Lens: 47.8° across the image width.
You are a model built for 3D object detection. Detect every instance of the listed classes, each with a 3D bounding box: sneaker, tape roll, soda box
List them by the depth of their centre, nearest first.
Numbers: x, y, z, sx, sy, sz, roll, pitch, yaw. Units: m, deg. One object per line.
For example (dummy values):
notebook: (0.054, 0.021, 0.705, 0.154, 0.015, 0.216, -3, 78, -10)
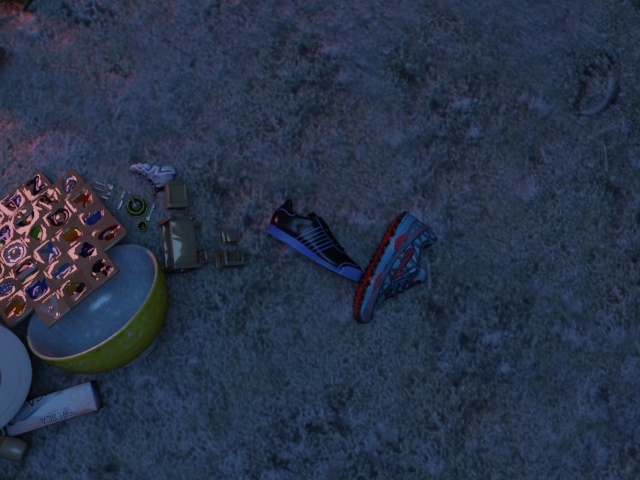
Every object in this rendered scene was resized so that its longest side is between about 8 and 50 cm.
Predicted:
tape roll: (-0.690, 0.242, 1.352, 0.246, 0.169, 0.246, -11, 107, -38)
soda box: (-0.541, 0.339, 1.464, 0.183, 0.058, 0.062, -17, 84, -7)
sneaker: (0.165, 0.071, 1.534, 0.125, 0.104, 0.261, 30, 81, -2)
sneaker: (0.000, 0.000, 1.540, 0.232, 0.081, 0.090, 31, 88, 1)
sneaker: (-0.362, -0.129, 1.549, 0.098, 0.038, 0.069, 3, 82, -4)

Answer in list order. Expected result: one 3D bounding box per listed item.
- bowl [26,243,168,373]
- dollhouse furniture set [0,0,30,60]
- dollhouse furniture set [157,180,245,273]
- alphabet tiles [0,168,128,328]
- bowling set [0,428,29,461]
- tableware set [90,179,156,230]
bowl: (-0.411, 0.161, 1.433, 0.289, 0.289, 0.156, -37, 130, -8)
dollhouse furniture set: (-0.755, -0.467, 1.537, 0.212, 0.161, 0.242, 38, 103, 1)
dollhouse furniture set: (-0.257, -0.027, 1.536, 0.161, 0.101, 0.181, -2, 81, -30)
alphabet tiles: (-0.557, 0.009, 1.454, 0.285, 0.011, 0.342, -41, 61, -9)
bowling set: (-0.682, 0.495, 1.343, 0.154, 0.200, 0.286, 18, 92, 0)
tableware set: (-0.438, -0.062, 1.542, 0.154, 0.024, 0.104, 22, 82, -2)
